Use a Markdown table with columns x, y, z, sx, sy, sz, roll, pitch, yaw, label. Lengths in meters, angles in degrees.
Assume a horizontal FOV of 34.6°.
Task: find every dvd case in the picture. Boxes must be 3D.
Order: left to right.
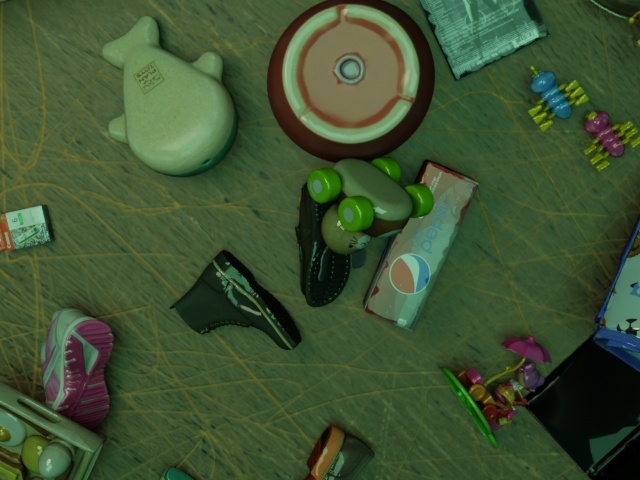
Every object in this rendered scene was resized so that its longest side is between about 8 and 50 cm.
| x | y | z | sx | sy | sz | roll | pitch | yaw | label |
| --- | --- | --- | --- | --- | --- | --- | --- | --- | --- |
| 0.243 | -0.390 | 1.635 | 0.164 | 0.018 | 0.221 | -26 | 96 | 6 | dvd case |

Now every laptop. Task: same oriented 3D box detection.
| x | y | z | sx | sy | sz | roll | pitch | yaw | label |
| --- | --- | --- | --- | --- | --- | --- | --- | --- | --- |
| 0.518 | 0.294 | 1.713 | 0.234 | 0.136 | 0.264 | -44 | 119 | 7 | laptop |

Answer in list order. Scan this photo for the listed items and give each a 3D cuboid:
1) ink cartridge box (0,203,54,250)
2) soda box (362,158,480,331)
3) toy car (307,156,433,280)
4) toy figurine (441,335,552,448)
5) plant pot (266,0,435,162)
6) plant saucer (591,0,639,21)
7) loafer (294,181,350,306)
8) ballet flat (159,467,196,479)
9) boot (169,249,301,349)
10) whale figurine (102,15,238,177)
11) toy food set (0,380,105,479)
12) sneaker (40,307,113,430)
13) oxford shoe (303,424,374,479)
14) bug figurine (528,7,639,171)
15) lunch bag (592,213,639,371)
| x | y | z | sx | sy | sz | roll | pitch | yaw | label |
| --- | --- | --- | --- | --- | --- | --- | --- | --- | --- |
| -0.504 | -0.017 | 1.698 | 0.115 | 0.029 | 0.063 | -12 | 97 | 3 | ink cartridge box |
| 0.158 | 0.006 | 1.653 | 0.092 | 0.083 | 0.263 | 23 | 97 | -2 | soda box |
| 0.056 | -0.017 | 1.573 | 0.149 | 0.155 | 0.188 | 44 | 131 | 33 | toy car |
| 0.308 | 0.232 | 1.673 | 0.159 | 0.130 | 0.173 | -34 | 117 | -4 | toy figurine |
| 0.046 | -0.246 | 1.546 | 0.274 | 0.243 | 0.275 | 0 | 96 | 2 | plant pot |
| 0.517 | -0.494 | 1.598 | 0.310 | 0.050 | 0.311 | 0 | 96 | 1 | plant saucer |
| 0.000 | 0.000 | 1.670 | 0.080 | 0.078 | 0.220 | -5 | 110 | -29 | loafer |
| -0.194 | 0.453 | 1.738 | 0.188 | 0.070 | 0.070 | 36 | 97 | -1 | ballet flat |
| -0.139 | 0.133 | 1.691 | 0.137 | 0.077 | 0.198 | -43 | 81 | 11 | boot |
| -0.238 | -0.222 | 1.631 | 0.216 | 0.141 | 0.272 | -36 | 70 | 5 | whale figurine |
| -0.494 | 0.370 | 1.665 | 0.219 | 0.092 | 0.306 | 29 | 125 | -1 | toy food set |
| -0.408 | 0.216 | 1.697 | 0.102 | 0.111 | 0.252 | -2 | 119 | -37 | sneaker |
| -0.003 | 0.446 | 1.709 | 0.098 | 0.097 | 0.271 | 27 | 97 | -7 | oxford shoe |
| 0.468 | -0.239 | 1.601 | 0.279 | 0.072 | 0.216 | -32 | 109 | 15 | bug figurine |
| 0.640 | 0.089 | 1.549 | 0.385 | 0.239 | 0.328 | 26 | 77 | 4 | lunch bag |
